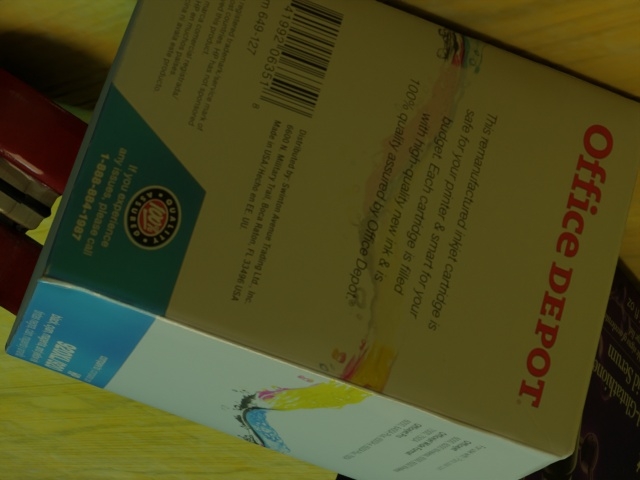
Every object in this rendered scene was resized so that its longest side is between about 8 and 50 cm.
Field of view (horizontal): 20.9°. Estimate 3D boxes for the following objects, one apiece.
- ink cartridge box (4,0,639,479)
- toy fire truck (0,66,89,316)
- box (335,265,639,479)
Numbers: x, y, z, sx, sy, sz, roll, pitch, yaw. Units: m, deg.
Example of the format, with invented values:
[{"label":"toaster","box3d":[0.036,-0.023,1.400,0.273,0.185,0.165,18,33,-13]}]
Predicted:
[{"label":"ink cartridge box","box3d":[0.000,0.000,0.793,0.233,0.171,0.168,21,160,-9]},{"label":"toy fire truck","box3d":[-0.267,-0.053,0.936,0.302,0.169,0.254,35,178,-39]},{"label":"box","box3d":[0.102,0.112,0.952,0.108,0.207,0.153,3,156,35]}]
